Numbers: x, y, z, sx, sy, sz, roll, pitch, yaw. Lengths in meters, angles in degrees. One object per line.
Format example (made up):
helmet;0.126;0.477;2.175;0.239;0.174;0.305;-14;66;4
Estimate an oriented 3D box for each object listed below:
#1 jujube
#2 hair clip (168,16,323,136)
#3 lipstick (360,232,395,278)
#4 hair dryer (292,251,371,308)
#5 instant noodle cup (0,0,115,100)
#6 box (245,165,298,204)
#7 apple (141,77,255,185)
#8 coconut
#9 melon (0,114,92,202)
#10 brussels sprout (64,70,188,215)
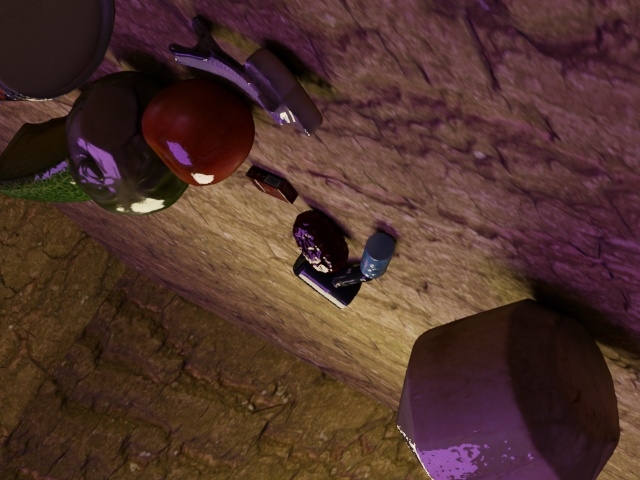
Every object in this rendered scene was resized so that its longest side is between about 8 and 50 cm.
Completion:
jujube;0.000;0.000;2.080;0.077;0.077;0.129;21;152;46
hair clip;-0.083;-0.197;1.515;0.218;0.071;0.159;36;175;19
lipstick;0.092;0.026;1.984;0.048;0.048;0.158;33;168;5
hair dryer;0.042;0.062;2.235;0.124;0.071;0.219;38;161;-18
instant noodle cup;-0.416;-0.298;1.535;0.214;0.296;0.296;14;158;38
box;-0.082;-0.093;2.033;0.082;0.023;0.051;25;164;36
apple;-0.173;-0.160;1.752;0.163;0.139;0.163;45;172;8
coconut;0.253;0.243;1.721;0.323;0.323;0.323;32;168;8
melon;-0.414;-0.175;2.191;0.331;0.226;0.343;-5;-170;-29
brussels sprout;-0.295;-0.152;1.892;0.244;0.244;0.244;32;168;8
